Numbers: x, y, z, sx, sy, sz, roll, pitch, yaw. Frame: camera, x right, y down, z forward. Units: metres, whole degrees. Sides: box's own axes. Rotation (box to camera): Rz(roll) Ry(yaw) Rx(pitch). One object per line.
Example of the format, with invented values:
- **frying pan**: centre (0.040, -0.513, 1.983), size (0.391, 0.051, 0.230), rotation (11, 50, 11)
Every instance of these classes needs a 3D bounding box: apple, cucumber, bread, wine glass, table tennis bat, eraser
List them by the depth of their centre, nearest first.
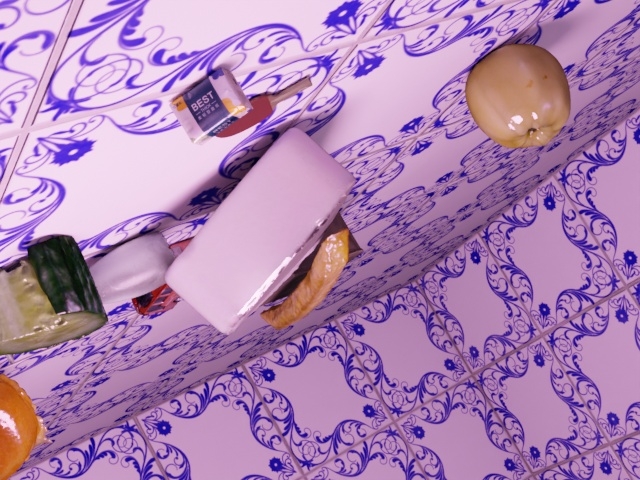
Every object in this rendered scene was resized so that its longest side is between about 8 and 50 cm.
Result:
- **table tennis bat**: centre (-0.082, -0.188, 1.389), size (0.156, 0.013, 0.087), rotation (-28, 167, -1)
- **cucumber**: centre (-0.419, 0.087, 1.472), size (0.191, 0.130, 0.191), rotation (-23, 165, -7)
- **eraser**: centre (-0.105, 0.001, 1.614), size (0.331, 0.150, 0.331), rotation (-50, 178, -3)
- **wine glass**: centre (-0.401, 0.104, 1.694), size (0.309, 0.096, 0.264), rotation (-28, 175, -17)
- **apple**: centre (0.358, -0.263, 1.794), size (0.200, 0.200, 0.200), rotation (-29, 169, -6)
- **bread**: centre (-0.717, 0.397, 1.846), size (0.389, 0.236, 0.183), rotation (-36, -172, -16)

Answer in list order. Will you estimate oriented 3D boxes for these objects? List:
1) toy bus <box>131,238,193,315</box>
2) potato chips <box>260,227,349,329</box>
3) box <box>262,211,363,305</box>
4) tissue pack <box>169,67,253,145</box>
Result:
- **toy bus**: centre (-0.288, 0.073, 1.899), size (0.096, 0.073, 0.235), rotation (-11, 159, -36)
- **potato chips**: centre (-0.029, 0.096, 1.870), size (0.057, 0.080, 0.407), rotation (-13, 161, -27)
- **box**: centre (-0.060, 0.021, 2.042), size (0.231, 0.149, 0.155), rotation (-18, 164, -49)
- **tissue pack**: centre (-0.134, -0.164, 1.215), size (0.083, 0.062, 0.042), rotation (-32, 174, 15)
